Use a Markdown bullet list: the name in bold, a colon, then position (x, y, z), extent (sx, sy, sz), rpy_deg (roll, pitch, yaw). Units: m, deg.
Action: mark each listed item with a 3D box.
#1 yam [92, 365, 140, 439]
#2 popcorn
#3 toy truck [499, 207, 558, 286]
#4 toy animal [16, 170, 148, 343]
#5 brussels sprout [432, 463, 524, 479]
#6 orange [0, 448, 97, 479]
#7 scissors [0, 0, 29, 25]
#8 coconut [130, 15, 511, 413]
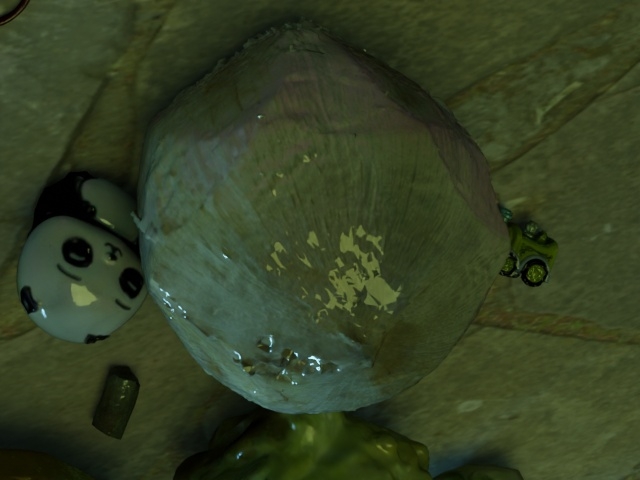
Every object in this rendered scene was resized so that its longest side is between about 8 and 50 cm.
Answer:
- **yam**: position (-0.245, 0.197, 1.700), extent (0.043, 0.043, 0.094), rpy_deg (14, 112, -22)
- **popcorn**: position (-0.010, 0.325, 1.718), extent (0.312, 0.312, 0.312), rpy_deg (-7, 119, -12)
- **toy truck**: position (0.232, 0.006, 1.720), extent (0.111, 0.076, 0.077), rpy_deg (22, 93, -23)
- **toy animal**: position (-0.246, 0.029, 1.538), extent (0.166, 0.179, 0.138), rpy_deg (33, 119, -21)
- **brussels sprout**: position (0.199, 0.380, 1.875), extent (0.181, 0.144, 0.161), rpy_deg (-13, 86, 4)
- **orange**: position (-0.361, 0.364, 1.671), extent (0.334, 0.196, 0.262), rpy_deg (23, 124, -21)
- **scissors**: position (-0.258, -0.313, 1.434), extent (0.248, 0.017, 0.144), rpy_deg (-20, 122, -6)
- **coconut**: position (0.000, 0.000, 1.477), extent (0.404, 0.404, 0.404), rpy_deg (-7, 119, -12)
